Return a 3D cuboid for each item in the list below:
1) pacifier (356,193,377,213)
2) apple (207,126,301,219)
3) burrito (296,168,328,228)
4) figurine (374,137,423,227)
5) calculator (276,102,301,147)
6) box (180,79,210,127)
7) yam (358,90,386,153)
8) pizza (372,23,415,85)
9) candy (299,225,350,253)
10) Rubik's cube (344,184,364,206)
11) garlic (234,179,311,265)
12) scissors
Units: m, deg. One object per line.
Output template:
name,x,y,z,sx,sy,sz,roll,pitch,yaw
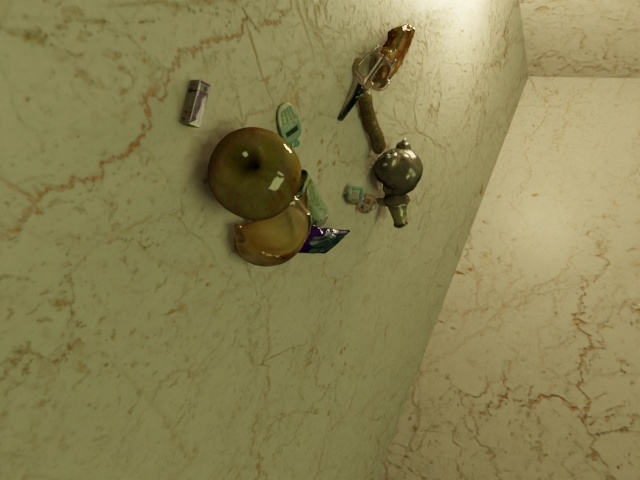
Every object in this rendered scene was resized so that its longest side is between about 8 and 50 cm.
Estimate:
pacifier,0.203,-0.151,1.985,0.099,0.081,0.078,-60,171,-20
apple,-0.182,-0.182,1.283,0.234,0.256,0.257,100,12,-80
burrito,-0.041,-0.130,1.629,0.144,0.089,0.229,-59,140,-15
figurine,0.349,-0.244,2.031,0.248,0.203,0.381,-40,134,-44
calculator,-0.102,-0.375,1.499,0.095,0.021,0.153,-46,136,-34
box,-0.322,-0.350,1.172,0.036,0.050,0.117,12,94,-48
yam,0.208,-0.483,1.860,0.066,0.066,0.300,-57,143,-24
pizza,0.285,-0.759,1.839,0.306,0.085,0.161,-58,154,-10
candy,0.000,0.000,1.727,0.145,0.070,0.275,-41,155,26
Rubik's cube,0.141,-0.184,1.878,0.073,0.084,0.075,75,37,-68
garlic,-0.119,-0.035,1.468,0.338,0.151,0.196,-35,132,-31
scissors,0.159,-0.584,1.729,0.318,0.160,0.024,-55,-173,-3
